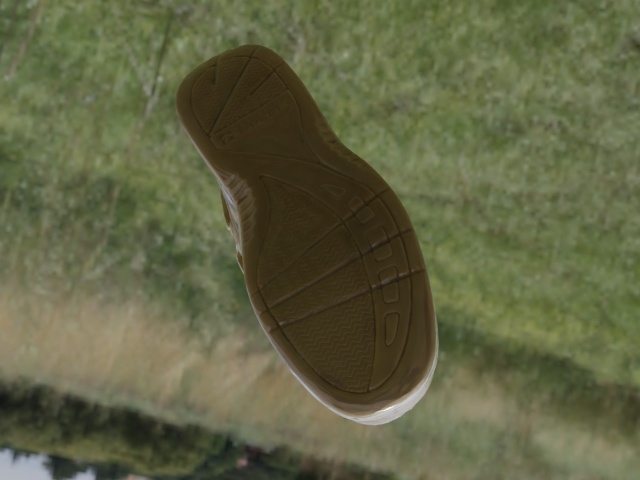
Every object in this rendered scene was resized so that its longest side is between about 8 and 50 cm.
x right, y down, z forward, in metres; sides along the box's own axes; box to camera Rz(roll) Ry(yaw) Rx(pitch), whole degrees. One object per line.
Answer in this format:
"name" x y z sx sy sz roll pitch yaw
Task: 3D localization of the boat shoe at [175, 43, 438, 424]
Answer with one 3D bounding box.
"boat shoe" 0.000 0.000 0.477 0.063 0.170 0.059 -26 143 2
